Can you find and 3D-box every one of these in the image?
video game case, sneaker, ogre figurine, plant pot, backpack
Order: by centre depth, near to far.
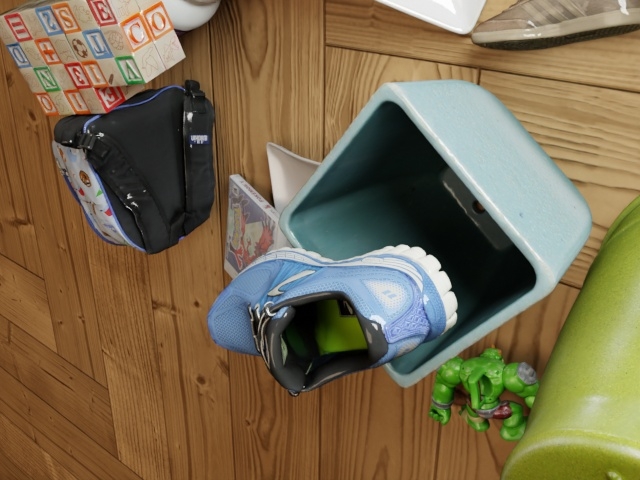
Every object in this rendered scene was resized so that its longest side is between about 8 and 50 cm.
[{"bbox_3d":[0.344,0.164,0.590,0.366,0.353,0.366,29,136,32],"label":"plant pot"},{"bbox_3d":[-0.028,0.081,0.720,0.330,0.147,0.130,-13,100,46],"label":"sneaker"},{"bbox_3d":[0.256,-0.251,0.738,0.188,0.066,0.071,3,94,37],"label":"sneaker"},{"bbox_3d":[0.156,-0.030,0.784,0.248,0.252,0.247,53,135,11],"label":"plant pot"},{"bbox_3d":[0.236,0.213,0.937,0.197,0.097,0.118,16,131,50],"label":"ogre figurine"},{"bbox_3d":[-0.117,0.013,1.184,0.183,0.023,0.201,43,135,44],"label":"video game case"},{"bbox_3d":[-0.320,-0.116,1.193,0.213,0.276,0.263,5,119,47],"label":"backpack"}]

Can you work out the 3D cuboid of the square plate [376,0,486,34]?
[{"bbox_3d":[0.072,-0.442,0.730,0.347,0.049,0.344,21,127,-2],"label":"square plate"}]

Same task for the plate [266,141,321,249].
[{"bbox_3d":[0.000,0.000,1.032,0.278,0.045,0.277,-147,47,-61],"label":"plate"}]

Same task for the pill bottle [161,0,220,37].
[{"bbox_3d":[-0.260,-0.396,1.061,0.301,0.169,0.169,-6,105,44],"label":"pill bottle"}]

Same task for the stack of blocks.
[{"bbox_3d":[-0.346,-0.287,1.029,0.297,0.087,0.171,6,130,38],"label":"stack of blocks"}]
